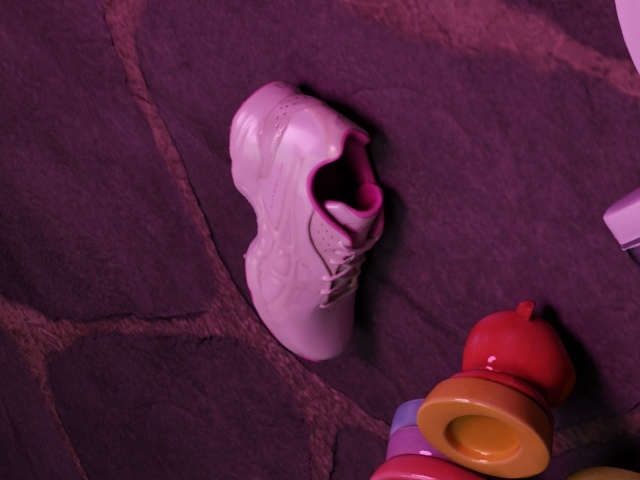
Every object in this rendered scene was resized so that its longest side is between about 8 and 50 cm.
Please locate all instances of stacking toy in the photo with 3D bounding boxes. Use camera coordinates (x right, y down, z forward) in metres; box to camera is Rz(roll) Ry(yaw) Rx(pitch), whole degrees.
[{"bbox_3d":[0.205,0.201,1.459,0.279,0.130,0.309,27,149,-3],"label":"stacking toy"}]

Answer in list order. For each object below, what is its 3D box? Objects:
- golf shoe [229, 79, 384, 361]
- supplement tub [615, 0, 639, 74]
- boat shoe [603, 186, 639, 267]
[{"bbox_3d":[0.000,0.000,1.502,0.140,0.115,0.306,20,134,39],"label":"golf shoe"},{"bbox_3d":[0.310,-0.167,0.746,0.228,0.316,0.228,33,141,31],"label":"supplement tub"},{"bbox_3d":[0.311,-0.024,1.072,0.102,0.108,0.301,57,150,-1],"label":"boat shoe"}]
